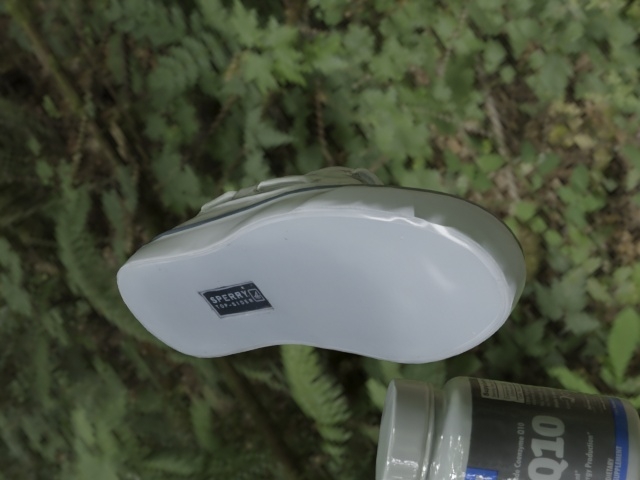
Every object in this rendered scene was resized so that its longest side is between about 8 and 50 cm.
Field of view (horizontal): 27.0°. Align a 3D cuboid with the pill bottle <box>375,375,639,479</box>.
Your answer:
[{"bbox_3d":[0.103,0.118,0.743,0.137,0.078,0.078,8,155,-3],"label":"pill bottle"}]

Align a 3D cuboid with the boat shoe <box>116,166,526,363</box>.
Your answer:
[{"bbox_3d":[0.000,0.000,0.647,0.258,0.084,0.095,-2,128,45],"label":"boat shoe"}]
